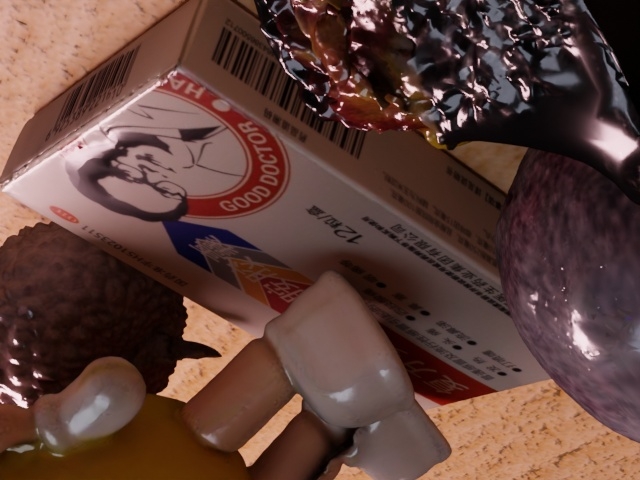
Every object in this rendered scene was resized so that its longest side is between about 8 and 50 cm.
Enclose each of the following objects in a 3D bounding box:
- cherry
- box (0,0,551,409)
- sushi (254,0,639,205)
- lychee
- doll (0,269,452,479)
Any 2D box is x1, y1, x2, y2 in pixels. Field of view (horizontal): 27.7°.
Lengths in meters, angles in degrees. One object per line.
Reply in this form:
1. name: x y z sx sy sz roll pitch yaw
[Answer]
1. cherry: 0.178 0.007 0.643 0.195 0.195 0.195 11 150 7
2. box: 0.000 0.000 0.822 0.353 0.069 0.214 33 146 -26
3. sushi: 0.047 -0.115 0.498 0.150 0.153 0.172 -10 139 44
4. lychee: -0.167 0.064 0.905 0.197 0.165 0.165 16 153 25
5. doll: -0.107 0.182 0.826 0.348 0.161 0.423 27 110 -39
